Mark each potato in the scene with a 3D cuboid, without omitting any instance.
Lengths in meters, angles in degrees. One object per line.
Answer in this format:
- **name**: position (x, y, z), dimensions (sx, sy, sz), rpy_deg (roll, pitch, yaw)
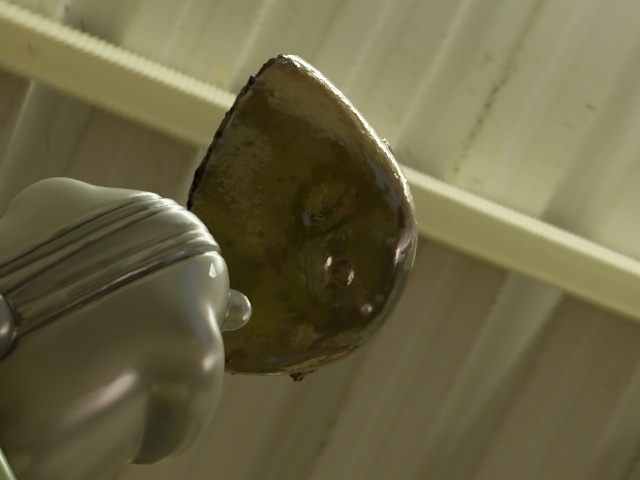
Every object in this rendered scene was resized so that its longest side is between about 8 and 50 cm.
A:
- **potato**: position (0.000, 0.000, 1.053), dimensions (0.117, 0.182, 0.202), rpy_deg (18, -101, 25)

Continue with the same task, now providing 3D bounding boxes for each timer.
- **timer**: position (-0.176, 0.082, 0.822), dimensions (0.315, 0.290, 0.291), rpy_deg (-32, -64, -31)
